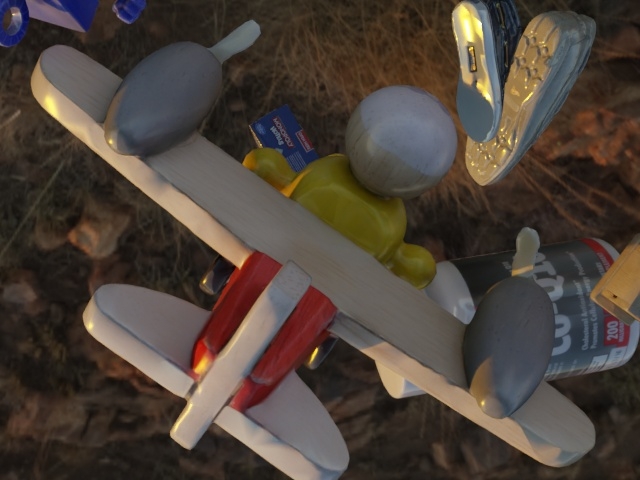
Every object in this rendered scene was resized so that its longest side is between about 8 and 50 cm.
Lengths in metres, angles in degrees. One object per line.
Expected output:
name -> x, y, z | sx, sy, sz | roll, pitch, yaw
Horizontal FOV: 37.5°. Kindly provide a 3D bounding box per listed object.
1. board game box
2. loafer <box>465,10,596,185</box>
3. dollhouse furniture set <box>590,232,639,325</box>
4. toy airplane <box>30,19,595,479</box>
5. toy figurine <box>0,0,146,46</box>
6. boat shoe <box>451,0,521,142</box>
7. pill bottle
board game box -> -0.022, -0.068, 1.285 | 0.060, 0.194, 0.194 | -30, 86, -5
loafer -> 0.325, -0.211, 1.458 | 0.111, 0.112, 0.319 | -11, 145, -32
dollhouse furniture set -> 0.301, 0.023, 0.666 | 0.182, 0.101, 0.161 | 35, 96, -15
toy airplane -> 0.000, 0.000, 0.710 | 0.386, 0.384, 0.272 | 25, 106, -43
toy figurine -> -0.220, -0.240, 0.728 | 0.191, 0.217, 0.362 | 11, 167, 11
boat shoe -> 0.219, -0.220, 1.191 | 0.083, 0.065, 0.183 | -26, 118, -36
pill bottle -> 0.210, 0.094, 1.107 | 0.283, 0.161, 0.161 | -9, 128, -11
